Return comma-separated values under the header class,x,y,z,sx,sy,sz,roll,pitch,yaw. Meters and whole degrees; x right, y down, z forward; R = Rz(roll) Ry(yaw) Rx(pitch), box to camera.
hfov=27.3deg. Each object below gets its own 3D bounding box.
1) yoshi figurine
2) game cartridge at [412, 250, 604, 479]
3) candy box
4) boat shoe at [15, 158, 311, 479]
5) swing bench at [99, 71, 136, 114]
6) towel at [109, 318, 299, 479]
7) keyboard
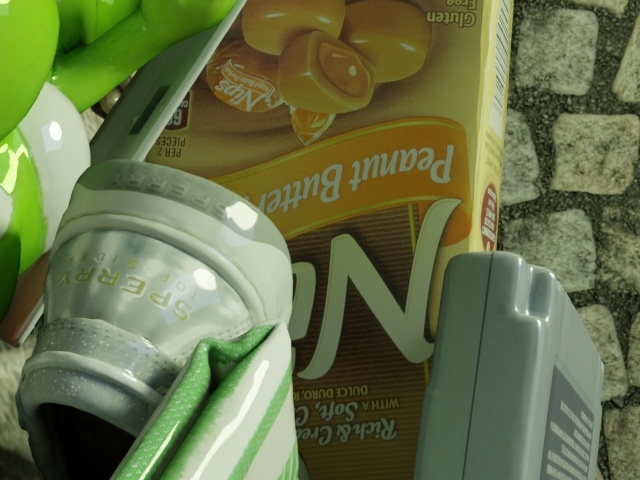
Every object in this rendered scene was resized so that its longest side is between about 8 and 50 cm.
class,x,y,z,sx,sy,sz,roll,pitch,yaw
yoshi figurine,-0.152,-0.111,0.570,0.203,0.203,0.362,49,20,-32
game cartridge,0.095,0.131,0.647,0.294,0.060,0.196,41,52,-68
candy box,0.000,0.000,0.713,0.087,0.183,0.316,23,71,-73
boat shoe,-0.069,0.103,0.550,0.320,0.118,0.103,97,12,-53
swing bench,-0.120,-0.242,0.956,0.253,0.165,0.254,68,-25,17
towel,-0.029,0.218,0.412,0.248,0.038,0.325,-61,145,-55
keyboard,-0.085,-0.061,0.638,0.014,0.256,0.072,37,-13,-28
